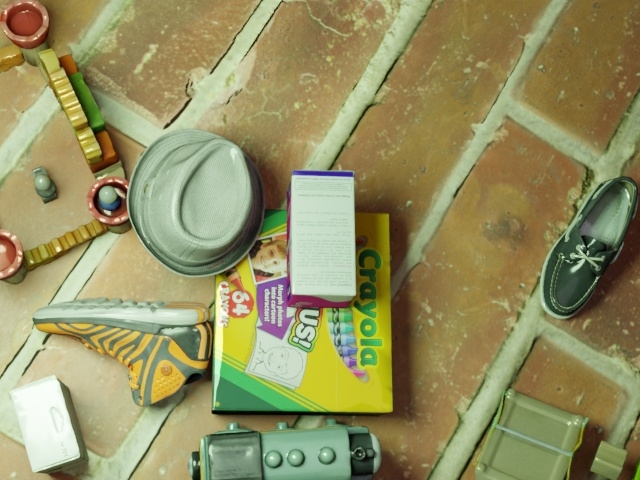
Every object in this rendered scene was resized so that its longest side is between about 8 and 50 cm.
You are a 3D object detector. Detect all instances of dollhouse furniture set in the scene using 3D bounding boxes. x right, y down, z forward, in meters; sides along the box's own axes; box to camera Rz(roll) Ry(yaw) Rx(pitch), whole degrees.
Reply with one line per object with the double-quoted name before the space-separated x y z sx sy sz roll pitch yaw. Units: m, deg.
"dollhouse furniture set" 0.433 0.431 1.827 0.302 0.151 0.197 21 53 16

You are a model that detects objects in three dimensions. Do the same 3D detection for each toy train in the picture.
"toy train" -0.058 0.374 1.715 0.334 0.190 0.142 -1 77 -7

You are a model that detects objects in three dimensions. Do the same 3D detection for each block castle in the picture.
"block castle" -0.531 -0.175 1.777 0.303 0.213 0.453 -25 81 -12

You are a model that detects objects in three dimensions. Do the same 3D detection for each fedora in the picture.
"fedora" -0.194 -0.079 1.711 0.244 0.124 0.275 29 67 -15

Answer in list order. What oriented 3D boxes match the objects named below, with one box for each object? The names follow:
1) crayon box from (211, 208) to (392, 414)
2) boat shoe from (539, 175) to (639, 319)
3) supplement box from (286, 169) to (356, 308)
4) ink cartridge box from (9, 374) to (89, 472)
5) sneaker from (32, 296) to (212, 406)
"crayon box" -0.035 0.129 1.818 0.313 0.106 0.363 1 76 -6
"boat shoe" 0.510 0.007 1.920 0.114 0.091 0.302 25 75 0
"supplement box" 0.000 0.000 1.745 0.114 0.111 0.220 0 73 -8
"ink cartridge box" -0.447 0.310 1.683 0.082 0.190 0.139 -17 79 -10
"sneaker" -0.348 0.197 1.758 0.321 0.124 0.180 2 98 13
